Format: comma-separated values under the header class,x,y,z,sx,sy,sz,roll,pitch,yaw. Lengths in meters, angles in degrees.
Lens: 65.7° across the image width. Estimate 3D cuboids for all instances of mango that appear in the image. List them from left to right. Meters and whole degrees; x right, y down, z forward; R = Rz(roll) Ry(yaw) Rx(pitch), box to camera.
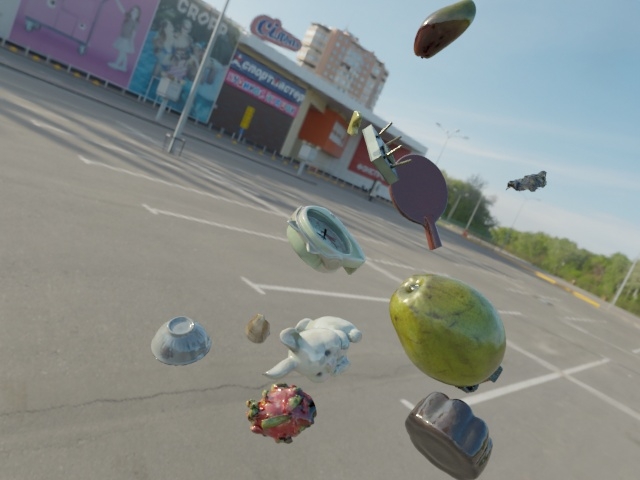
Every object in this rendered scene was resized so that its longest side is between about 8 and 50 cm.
class,x,y,z,sx,sy,sz,roll,pitch,yaw
mango,0.452,-0.789,1.839,0.111,0.268,0.133,-13,71,-60

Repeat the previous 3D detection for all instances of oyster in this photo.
class,x,y,z,sx,sy,sz,roll,pitch,yaw
oyster,0.491,-0.141,1.177,0.086,0.029,0.132,6,26,27

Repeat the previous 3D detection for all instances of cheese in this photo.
class,x,y,z,sx,sy,sz,roll,pitch,yaw
cheese,0.118,-0.389,1.651,0.030,0.083,0.044,3,33,-26

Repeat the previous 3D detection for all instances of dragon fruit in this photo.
class,x,y,z,sx,sy,sz,roll,pitch,yaw
dragon fruit,-0.113,0.480,1.378,0.172,0.166,0.160,-13,46,-27

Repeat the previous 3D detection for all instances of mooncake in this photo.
class,x,y,z,sx,sy,sz,roll,pitch,yaw
mooncake,0.421,0.640,1.632,0.306,0.154,0.306,32,-33,24

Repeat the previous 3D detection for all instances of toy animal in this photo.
class,x,y,z,sx,sy,sz,roll,pitch,yaw
toy animal,-0.036,0.369,1.708,0.241,0.196,0.368,22,14,25

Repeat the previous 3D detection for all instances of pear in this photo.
class,x,y,z,sx,sy,sz,roll,pitch,yaw
pear,0.313,0.217,1.224,0.307,0.253,0.253,52,2,-11

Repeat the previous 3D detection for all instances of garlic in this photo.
class,x,y,z,sx,sy,sz,roll,pitch,yaw
garlic,-0.251,0.369,2.012,0.087,0.101,0.195,35,-19,18

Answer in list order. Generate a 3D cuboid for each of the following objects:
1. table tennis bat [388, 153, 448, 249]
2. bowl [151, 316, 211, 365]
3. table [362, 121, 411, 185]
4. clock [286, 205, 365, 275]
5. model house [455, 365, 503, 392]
class,x,y,z,sx,sy,sz,roll,pitch,yaw
table tennis bat,0.426,-0.163,2.069,0.268,0.414,0.051,-14,-5,-20
bowl,-0.444,0.300,1.576,0.189,0.085,0.189,6,34,-4
table,0.238,-0.321,1.742,0.121,0.111,0.240,48,21,-32
clock,0.000,0.000,1.703,0.265,0.109,0.324,55,24,21
model house,0.537,0.420,1.727,0.183,0.172,0.166,43,37,-20
